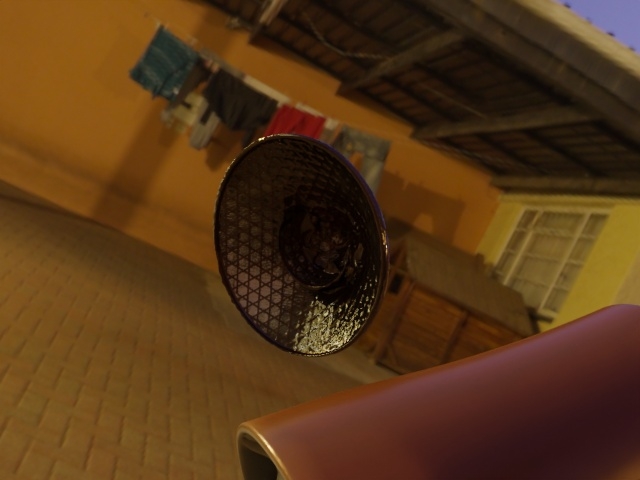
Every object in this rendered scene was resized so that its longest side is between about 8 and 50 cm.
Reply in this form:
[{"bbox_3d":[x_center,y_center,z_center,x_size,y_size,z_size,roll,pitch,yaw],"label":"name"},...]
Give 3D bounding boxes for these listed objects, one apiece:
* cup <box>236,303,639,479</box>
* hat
[{"bbox_3d":[0.081,0.140,0.429,0.226,0.264,0.182,-4,-74,70],"label":"cup"},{"bbox_3d":[0.000,0.000,0.676,0.193,0.193,0.082,26,26,34],"label":"hat"}]
